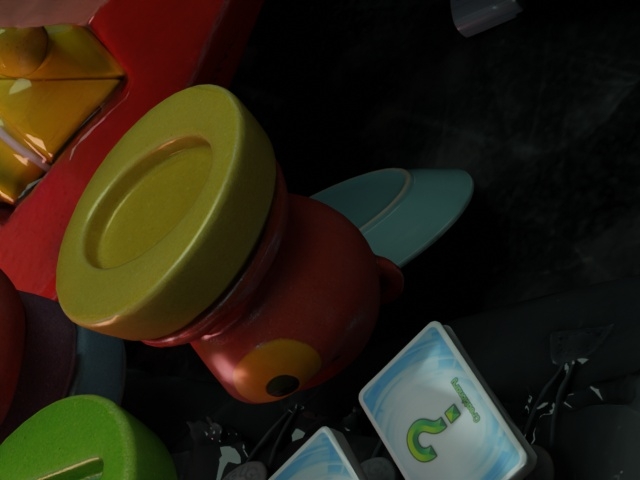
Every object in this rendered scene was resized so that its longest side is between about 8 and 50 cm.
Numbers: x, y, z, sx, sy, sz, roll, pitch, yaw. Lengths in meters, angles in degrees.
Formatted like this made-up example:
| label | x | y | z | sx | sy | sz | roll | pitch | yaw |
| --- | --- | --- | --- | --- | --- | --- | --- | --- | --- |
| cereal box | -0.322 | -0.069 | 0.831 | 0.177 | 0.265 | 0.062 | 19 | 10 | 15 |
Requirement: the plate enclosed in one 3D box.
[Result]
| label | x | y | z | sx | sy | sz | roll | pitch | yaw |
| --- | --- | --- | --- | --- | --- | --- | --- | --- | --- |
| plate | 0.000 | 0.000 | 0.856 | 0.188 | 0.024 | 0.188 | -26 | 16 | 8 |

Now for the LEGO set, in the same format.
| label | x | y | z | sx | sy | sz | roll | pitch | yaw |
| --- | --- | --- | --- | --- | --- | --- | --- | --- | --- |
| LEGO set | 0.029 | 0.172 | 0.543 | 0.182 | 0.060 | 0.244 | -46 | 51 | 19 |

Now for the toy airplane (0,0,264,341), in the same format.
| label | x | y | z | sx | sy | sz | roll | pitch | yaw |
| --- | --- | --- | --- | --- | --- | --- | --- | --- | --- |
| toy airplane | -0.131 | -0.160 | 0.912 | 0.272 | 0.386 | 0.384 | 26 | 61 | 12 |

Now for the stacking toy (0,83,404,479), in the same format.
| label | x | y | z | sx | sy | sz | roll | pitch | yaw |
| --- | --- | --- | --- | --- | --- | --- | --- | --- | --- |
| stacking toy | -0.108 | 0.110 | 0.688 | 0.309 | 0.130 | 0.280 | -27 | 42 | 37 |

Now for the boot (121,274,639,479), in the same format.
| label | x | y | z | sx | sy | sz | roll | pitch | yaw |
| --- | --- | --- | --- | --- | --- | --- | --- | --- | --- |
| boot | 0.003 | 0.206 | 0.685 | 0.445 | 0.146 | 0.367 | -10 | 57 | 38 |

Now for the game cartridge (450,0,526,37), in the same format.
| label | x | y | z | sx | sy | sz | roll | pitch | yaw |
| --- | --- | --- | --- | --- | --- | --- | --- | --- | --- |
| game cartridge | 0.109 | -0.172 | 0.956 | 0.056 | 0.017 | 0.083 | -22 | 47 | 41 |
